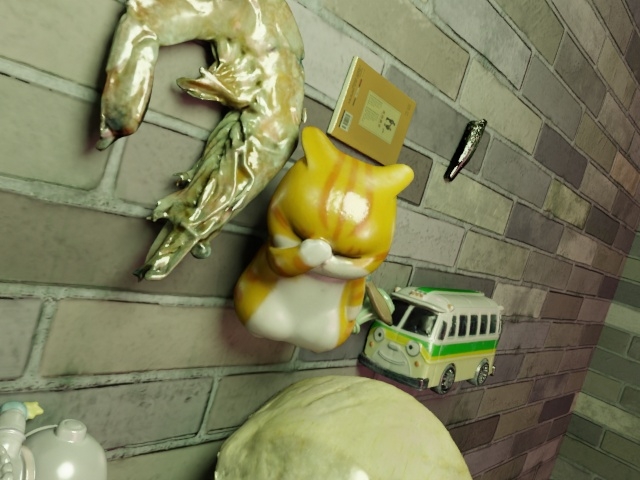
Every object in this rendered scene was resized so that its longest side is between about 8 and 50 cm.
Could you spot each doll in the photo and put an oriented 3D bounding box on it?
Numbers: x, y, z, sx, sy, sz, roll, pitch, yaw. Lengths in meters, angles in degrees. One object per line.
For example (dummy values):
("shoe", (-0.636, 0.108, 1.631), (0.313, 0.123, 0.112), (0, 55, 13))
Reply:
("doll", (-0.003, 0.018, 0.674), (0.167, 0.162, 0.269), (16, 130, -15))
("doll", (-0.310, 0.215, 0.472), (0.287, 0.151, 0.150), (25, 87, -53))

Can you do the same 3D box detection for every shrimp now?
("shrimp", (-0.127, -0.125, 0.580), (0.247, 0.085, 0.360), (34, 74, -45))

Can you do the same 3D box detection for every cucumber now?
("cucumber", (0.277, -0.171, 1.035), (0.033, 0.034, 0.134), (26, 86, -54))

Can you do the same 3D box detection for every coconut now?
("coconut", (0.021, 0.395, 0.758), (0.415, 0.345, 0.415), (-49, 153, -36))

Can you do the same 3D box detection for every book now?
("book", (0.083, -0.188, 0.831), (0.172, 0.012, 0.118), (19, 92, -49))

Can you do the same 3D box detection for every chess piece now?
("chess piece", (0.054, 0.137, 0.905), (0.149, 0.059, 0.059), (-32, 128, -30))

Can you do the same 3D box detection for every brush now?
("brush", (0.072, 0.062, 0.872), (0.070, 0.021, 0.196), (-41, 114, -30))

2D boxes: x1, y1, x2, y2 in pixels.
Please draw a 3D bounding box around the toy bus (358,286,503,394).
("toy bus", (0.227, 0.180, 1.045), (0.305, 0.143, 0.179), (8, 97, -48))
